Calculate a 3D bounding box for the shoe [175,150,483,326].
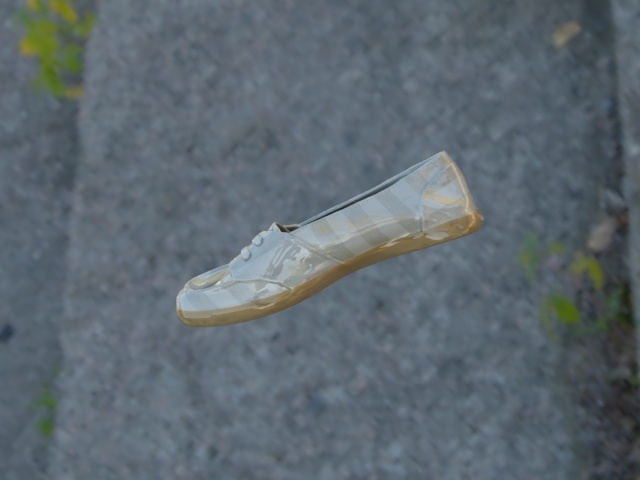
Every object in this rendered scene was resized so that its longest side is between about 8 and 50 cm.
[{"bbox_3d":[0.000,0.000,1.320,0.219,0.058,0.076,-20,11,2],"label":"shoe"}]
